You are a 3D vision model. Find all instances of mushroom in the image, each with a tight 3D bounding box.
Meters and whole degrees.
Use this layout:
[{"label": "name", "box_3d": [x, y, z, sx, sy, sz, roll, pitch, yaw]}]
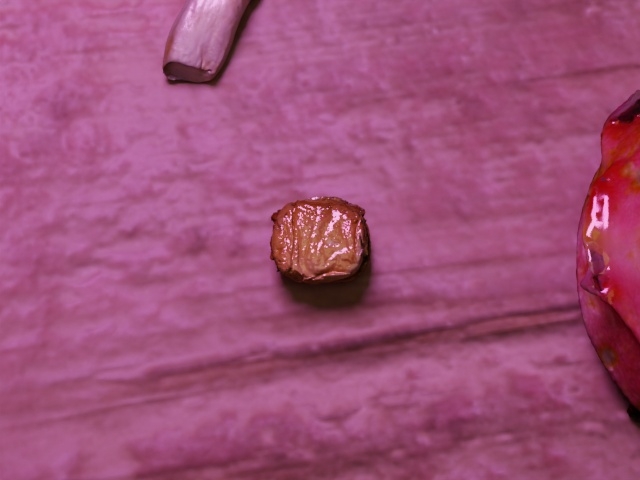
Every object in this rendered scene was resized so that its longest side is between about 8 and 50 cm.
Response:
[{"label": "mushroom", "box_3d": [-0.077, -0.223, 1.241, 0.059, 0.054, 0.202, 27, 78, 3]}]

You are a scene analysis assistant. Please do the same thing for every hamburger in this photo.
[{"label": "hamburger", "box_3d": [0.000, 0.000, 1.182, 0.083, 0.044, 0.076, 4, 75, 0]}]

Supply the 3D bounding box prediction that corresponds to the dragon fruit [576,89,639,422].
[{"label": "dragon fruit", "box_3d": [0.393, 0.001, 1.114, 0.386, 0.249, 0.371, 44, 71, 7]}]
